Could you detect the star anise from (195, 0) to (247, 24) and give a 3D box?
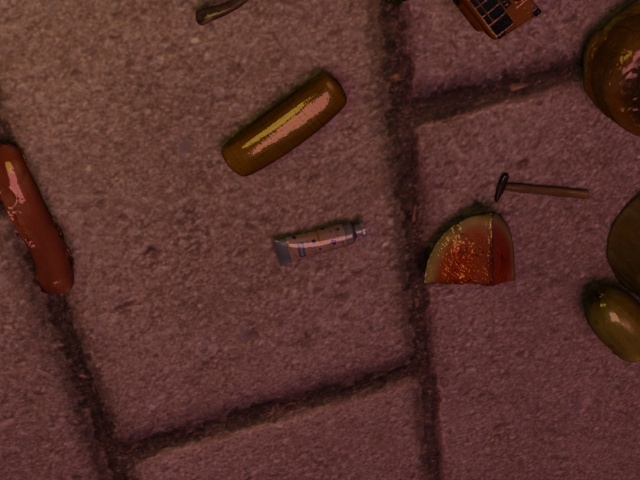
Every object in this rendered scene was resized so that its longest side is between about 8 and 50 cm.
[{"bbox_3d":[-0.142,-0.509,1.596,0.359,0.139,0.316,-32,122,26],"label":"star anise"}]

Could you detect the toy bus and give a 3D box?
[{"bbox_3d":[0.259,-0.421,1.791,0.114,0.098,0.201,-38,127,12],"label":"toy bus"}]

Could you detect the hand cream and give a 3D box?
[{"bbox_3d":[0.000,0.000,2.053,0.171,0.043,0.065,-15,127,-1],"label":"hand cream"}]

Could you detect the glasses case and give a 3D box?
[{"bbox_3d":[-0.060,-0.192,1.880,0.234,0.064,0.079,-35,120,10],"label":"glasses case"}]

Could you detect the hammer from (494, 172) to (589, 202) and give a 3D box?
[{"bbox_3d":[0.427,-0.092,2.139,0.199,0.013,0.062,5,123,-20],"label":"hammer"}]

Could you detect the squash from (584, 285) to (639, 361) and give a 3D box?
[{"bbox_3d":[0.620,0.162,2.321,0.123,0.123,0.187,-40,127,13],"label":"squash"}]

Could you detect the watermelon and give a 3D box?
[{"bbox_3d":[0.283,0.034,2.141,0.145,0.137,0.193,-1,134,28],"label":"watermelon"}]

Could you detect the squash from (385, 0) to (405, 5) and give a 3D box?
[{"bbox_3d":[0.061,-0.461,1.721,0.069,0.069,0.258,-29,128,4],"label":"squash"}]

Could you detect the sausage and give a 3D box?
[{"bbox_3d":[-0.478,-0.029,1.858,0.078,0.078,0.304,-18,129,-4],"label":"sausage"}]

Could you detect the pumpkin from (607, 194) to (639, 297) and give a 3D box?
[{"bbox_3d":[0.762,0.035,2.228,0.332,0.199,0.332,-7,126,-9],"label":"pumpkin"}]

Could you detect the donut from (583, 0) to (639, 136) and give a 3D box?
[{"bbox_3d":[0.587,-0.290,1.974,0.261,0.128,0.208,32,111,-32],"label":"donut"}]
